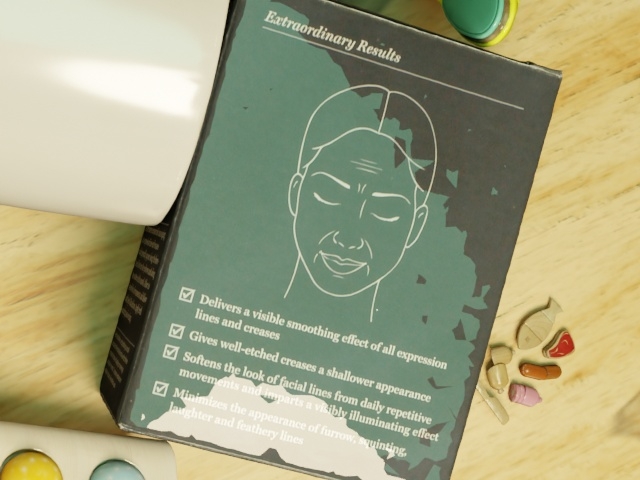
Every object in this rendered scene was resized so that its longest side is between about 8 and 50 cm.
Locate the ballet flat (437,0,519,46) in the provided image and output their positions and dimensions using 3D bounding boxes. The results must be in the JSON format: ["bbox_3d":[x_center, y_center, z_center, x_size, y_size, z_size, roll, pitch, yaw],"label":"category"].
[{"bbox_3d":[0.139,-0.238,1.397,0.077,0.231,0.077,16,114,-33],"label":"ballet flat"}]

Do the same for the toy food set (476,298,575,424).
[{"bbox_3d":[0.206,0.124,1.521,0.122,0.019,0.078,-39,100,-17],"label":"toy food set"}]

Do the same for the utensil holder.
[{"bbox_3d":[-0.294,-0.190,1.239,0.386,0.327,0.327,11,90,-16],"label":"utensil holder"}]

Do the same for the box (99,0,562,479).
[{"bbox_3d":[0.000,0.000,1.368,0.294,0.212,0.395,17,89,-13],"label":"box"}]

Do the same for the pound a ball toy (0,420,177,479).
[{"bbox_3d":[-0.286,0.182,1.311,0.319,0.136,0.208,12,57,-29],"label":"pound a ball toy"}]
